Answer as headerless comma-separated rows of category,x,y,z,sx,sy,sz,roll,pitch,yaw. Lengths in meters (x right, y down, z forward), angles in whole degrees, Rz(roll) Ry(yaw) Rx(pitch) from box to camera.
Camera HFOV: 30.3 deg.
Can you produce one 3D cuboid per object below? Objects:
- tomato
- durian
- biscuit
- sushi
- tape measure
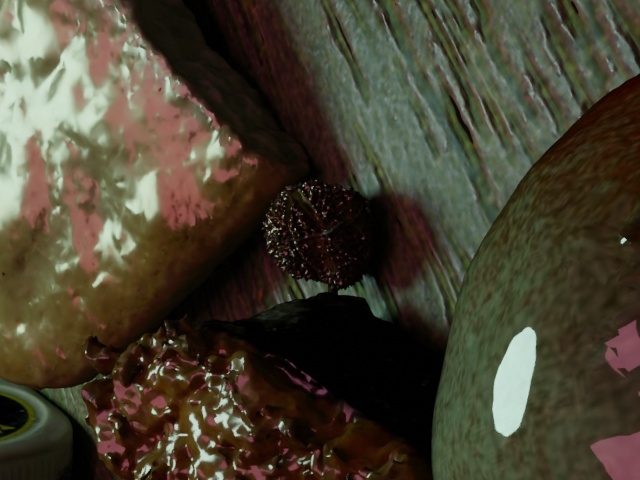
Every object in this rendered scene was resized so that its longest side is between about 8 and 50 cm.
tomato,0.193,0.070,0.476,0.239,0.304,0.303,-45,56,59
durian,0.000,0.000,0.833,0.080,0.080,0.091,16,119,49
biscuit,-0.261,-0.091,1.038,0.446,0.104,0.429,-43,72,31
sushi,0.012,0.181,0.724,0.348,0.207,0.234,26,108,41
tape measure,-0.380,0.229,1.135,0.231,0.271,0.133,24,109,49
